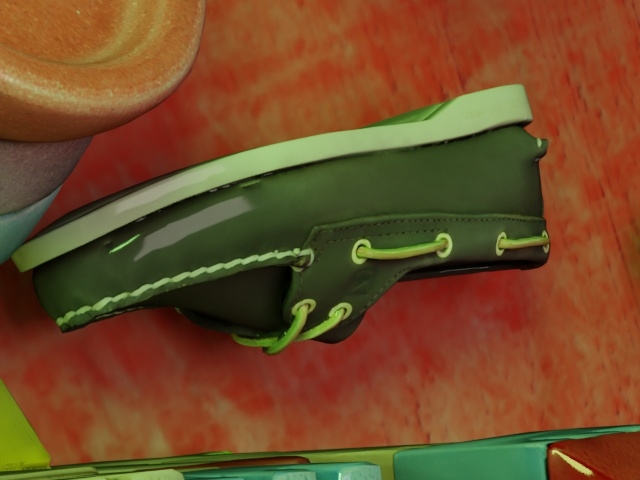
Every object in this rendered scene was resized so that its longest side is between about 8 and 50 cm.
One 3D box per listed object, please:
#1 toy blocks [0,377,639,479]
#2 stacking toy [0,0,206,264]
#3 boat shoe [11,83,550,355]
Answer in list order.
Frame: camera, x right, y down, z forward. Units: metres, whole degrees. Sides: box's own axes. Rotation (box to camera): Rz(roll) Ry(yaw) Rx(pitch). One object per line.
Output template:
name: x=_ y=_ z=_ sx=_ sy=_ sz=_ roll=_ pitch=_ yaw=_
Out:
toy blocks: x=-0.091 y=0.103 z=0.440 sx=0.381 sy=0.261 sz=0.190 roll=-1 pitch=84 yaw=-41
stacking toy: x=-0.198 y=-0.117 z=0.519 sx=0.309 sy=0.130 sz=0.279 roll=11 pitch=50 yaw=-42
boat shoe: x=0.000 y=0.000 z=0.654 sx=0.228 sy=0.081 sz=0.068 roll=-17 pitch=91 yaw=-44
